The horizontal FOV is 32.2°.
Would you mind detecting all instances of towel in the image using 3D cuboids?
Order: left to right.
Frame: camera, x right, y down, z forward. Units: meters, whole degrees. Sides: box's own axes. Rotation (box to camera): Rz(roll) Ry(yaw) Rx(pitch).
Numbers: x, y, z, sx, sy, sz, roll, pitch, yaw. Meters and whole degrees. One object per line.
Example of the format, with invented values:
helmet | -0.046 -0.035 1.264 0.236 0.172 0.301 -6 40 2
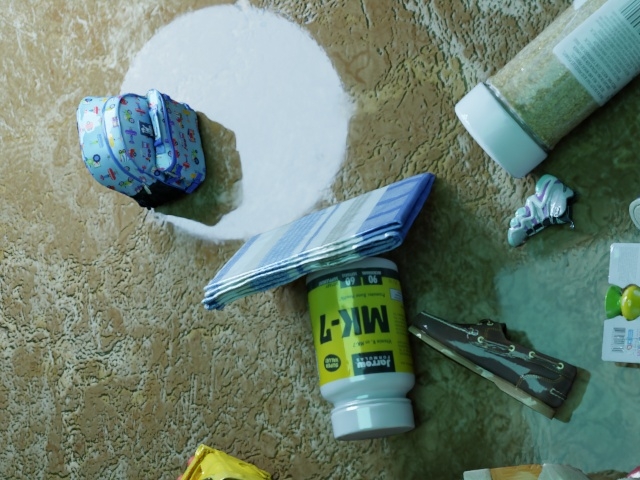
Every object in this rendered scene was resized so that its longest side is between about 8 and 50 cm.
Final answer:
towel | 0.000 0.000 1.401 0.285 0.209 0.034 -20 105 23

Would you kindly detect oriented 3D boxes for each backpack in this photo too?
backpack | -0.260 -0.141 1.575 0.117 0.173 0.158 -18 69 24

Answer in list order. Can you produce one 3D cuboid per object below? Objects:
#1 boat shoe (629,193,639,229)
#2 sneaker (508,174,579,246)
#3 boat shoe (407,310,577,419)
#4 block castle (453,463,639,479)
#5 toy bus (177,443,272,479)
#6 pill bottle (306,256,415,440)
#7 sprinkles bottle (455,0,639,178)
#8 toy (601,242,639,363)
boat shoe | 0.459 -0.030 1.219 0.233 0.084 0.079 4 42 36
sneaker | 0.273 -0.025 1.330 0.069 0.038 0.098 34 96 31
boat shoe | 0.204 0.131 1.315 0.207 0.073 0.073 29 91 24
block castle | 0.186 0.401 1.179 0.453 0.213 0.303 -14 74 26
toy bus | -0.145 0.372 1.406 0.220 0.149 0.211 -61 27 1
pill bottle | 0.052 0.135 1.368 0.119 0.119 0.209 -17 71 25
sprinkles bottle | 0.326 -0.229 1.302 0.355 0.121 0.121 -42 62 14
toy | 0.430 0.074 1.208 0.237 0.056 0.137 1 78 35
